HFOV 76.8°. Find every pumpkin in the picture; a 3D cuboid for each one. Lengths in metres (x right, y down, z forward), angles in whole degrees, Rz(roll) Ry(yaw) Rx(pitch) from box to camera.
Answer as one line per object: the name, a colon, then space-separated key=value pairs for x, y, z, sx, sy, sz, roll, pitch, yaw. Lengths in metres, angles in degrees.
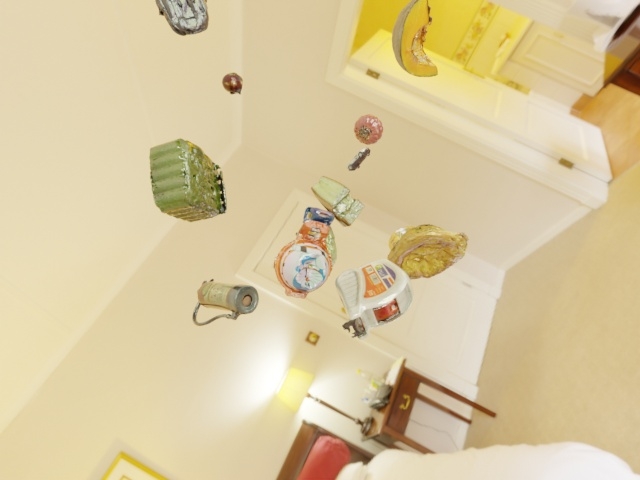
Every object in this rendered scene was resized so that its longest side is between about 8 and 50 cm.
pumpkin: x=0.295 y=-0.672 z=1.405 sx=0.169 sy=0.148 sz=0.312 roll=-45 pitch=-41 yaw=-9

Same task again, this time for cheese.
cheese: x=-0.046 y=0.046 z=1.419 sx=0.129 sy=0.217 sz=0.328 roll=33 pitch=107 yaw=68

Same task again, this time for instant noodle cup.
instant noodle cup: x=0.472 y=0.059 z=2.107 sx=0.215 sy=0.216 sz=0.172 roll=-61 pitch=-30 yaw=-29

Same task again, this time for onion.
onion: x=-0.455 y=-0.811 z=2.090 sx=0.118 sy=0.119 sz=0.117 roll=-63 pitch=15 yaw=-8

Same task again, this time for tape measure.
tape measure: x=0.176 y=0.186 z=1.359 sx=0.258 sy=0.265 sz=0.130 roll=-114 pitch=3 yaw=-64

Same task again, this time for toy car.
toy car: x=0.116 y=-0.247 z=1.219 sx=0.041 sy=0.025 sz=0.093 roll=-13 pitch=-30 yaw=-51

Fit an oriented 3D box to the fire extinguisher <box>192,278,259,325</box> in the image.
fire extinguisher: x=-0.423 y=0.248 z=1.633 sx=0.376 sy=0.113 sz=0.200 roll=0 pitch=40 yaw=46

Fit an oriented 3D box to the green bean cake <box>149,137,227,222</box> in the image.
green bean cake: x=-0.584 y=-0.256 z=1.804 sx=0.319 sy=0.218 sz=0.334 roll=28 pitch=-133 yaw=-77

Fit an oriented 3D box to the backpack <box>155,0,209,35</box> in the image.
backpack: x=-0.552 y=-0.941 z=1.630 sx=0.206 sy=0.258 sz=0.133 roll=-25 pitch=-3 yaw=-11

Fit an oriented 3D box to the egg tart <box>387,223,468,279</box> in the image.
egg tart: x=0.433 y=0.037 z=1.669 sx=0.341 sy=0.342 sz=0.128 roll=112 pitch=160 yaw=-48

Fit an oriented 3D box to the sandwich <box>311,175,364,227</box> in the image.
sandwich: x=0.071 y=-0.179 z=1.802 sx=0.122 sy=0.236 sz=0.128 roll=-49 pitch=11 yaw=-11

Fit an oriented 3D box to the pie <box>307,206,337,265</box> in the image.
pie: x=0.000 y=0.000 z=2.020 sx=0.323 sy=0.071 sz=0.322 roll=167 pitch=90 yaw=-72

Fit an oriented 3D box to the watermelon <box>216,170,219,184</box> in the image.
watermelon: x=-0.683 y=-0.329 z=2.139 sx=0.285 sy=0.285 sz=0.285 roll=-62 pitch=-4 yaw=-9

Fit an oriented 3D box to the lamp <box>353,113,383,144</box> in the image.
lamp: x=0.171 y=-0.395 z=1.441 sx=0.092 sy=0.108 sz=0.107 roll=-51 pitch=-12 yaw=-50
